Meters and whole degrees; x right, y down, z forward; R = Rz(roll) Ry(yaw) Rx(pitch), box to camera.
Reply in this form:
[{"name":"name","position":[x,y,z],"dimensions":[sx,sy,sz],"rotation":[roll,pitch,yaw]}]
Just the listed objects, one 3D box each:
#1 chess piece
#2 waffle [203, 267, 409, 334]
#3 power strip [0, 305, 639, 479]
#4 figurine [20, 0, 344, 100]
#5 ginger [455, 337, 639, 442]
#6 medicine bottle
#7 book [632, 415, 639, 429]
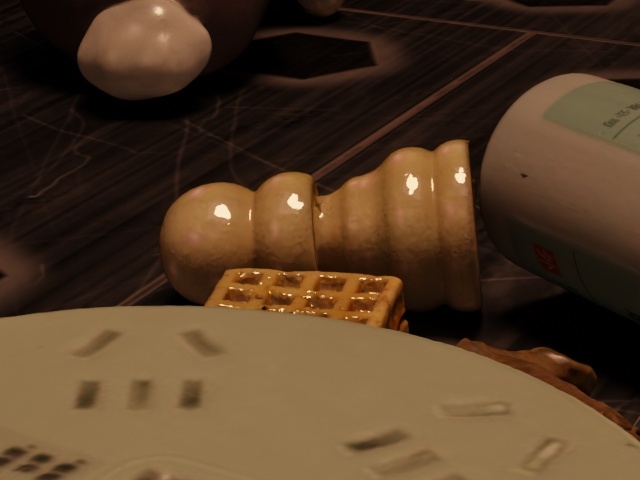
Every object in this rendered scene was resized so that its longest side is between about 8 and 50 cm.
[{"name":"chess piece","position":[0.000,0.000,1.061],"dimensions":[0.170,0.094,0.094],"rotation":[-6,21,7]},{"name":"waffle","position":[-0.018,0.060,0.951],"dimensions":[0.102,0.042,0.148],"rotation":[5,22,13]},{"name":"power strip","position":[-0.046,0.152,0.551],"dimensions":[0.357,0.161,0.357],"rotation":[0,21,0]},{"name":"figurine","position":[-0.104,-0.211,1.534],"dimensions":[0.218,0.206,0.365],"rotation":[31,5,16]},{"name":"ginger","position":[0.118,0.106,0.770],"dimensions":[0.122,0.084,0.290],"rotation":[-3,21,-25]},{"name":"medicine bottle","position":[0.220,0.012,0.924],"dimensions":[0.110,0.110,0.352],"rotation":[-14,24,-31]},{"name":"book","position":[0.319,0.087,0.909],"dimensions":[0.322,0.018,0.228],"rotation":[10,23,24]}]
